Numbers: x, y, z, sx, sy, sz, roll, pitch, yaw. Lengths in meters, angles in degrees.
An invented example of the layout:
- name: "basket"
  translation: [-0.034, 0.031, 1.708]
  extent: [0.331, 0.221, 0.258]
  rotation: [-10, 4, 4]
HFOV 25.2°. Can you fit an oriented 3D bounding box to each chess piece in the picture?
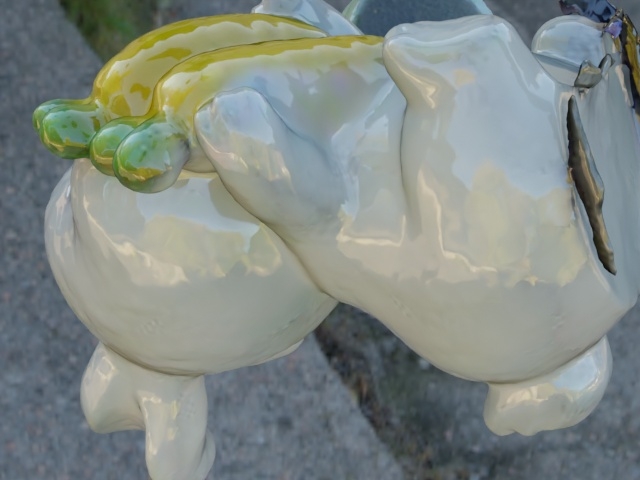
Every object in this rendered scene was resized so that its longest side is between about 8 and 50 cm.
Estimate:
- name: "chess piece"
  translation: [0.041, -0.109, 1.196]
  extent: [0.139, 0.271, 0.139]
  rotation: [5, 73, -18]

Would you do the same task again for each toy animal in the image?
- name: "toy animal"
  translation: [-0.002, -0.007, 0.661]
  extent: [0.310, 0.247, 0.183]
  rotation: [-14, 37, 24]
